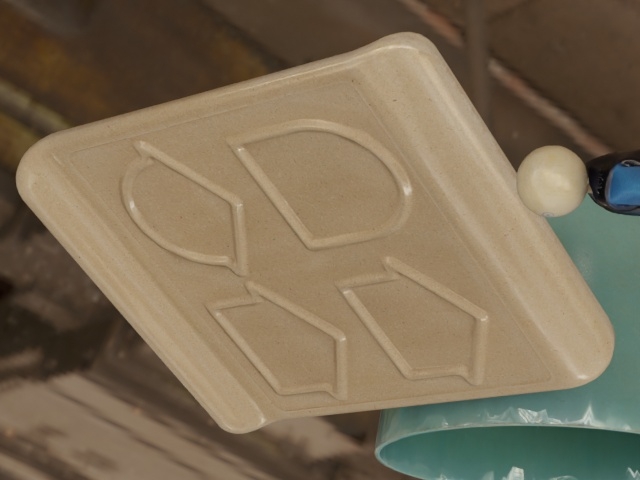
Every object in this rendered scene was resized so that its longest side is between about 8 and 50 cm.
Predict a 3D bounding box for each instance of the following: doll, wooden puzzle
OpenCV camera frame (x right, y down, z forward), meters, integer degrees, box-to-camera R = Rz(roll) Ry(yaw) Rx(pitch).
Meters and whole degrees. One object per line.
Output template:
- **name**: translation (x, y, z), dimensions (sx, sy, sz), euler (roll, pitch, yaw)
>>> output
- **doll**: translation (0.195, -0.027, 0.825), dimensions (0.189, 0.046, 0.129), euler (6, -171, 5)
- **wooden puzzle**: translation (0.000, 0.000, 1.183), dimensions (0.347, 0.080, 0.322), euler (-14, 128, 32)

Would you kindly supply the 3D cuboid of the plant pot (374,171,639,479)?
- **plant pot**: translation (0.197, 0.078, 1.396), dimensions (0.293, 0.235, 0.293), euler (3, 161, 1)
